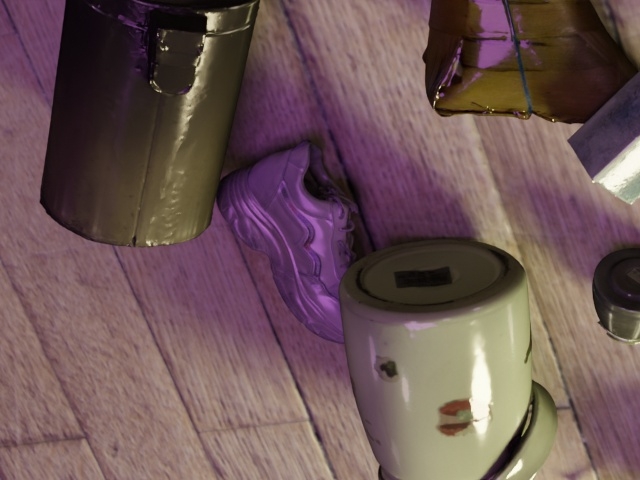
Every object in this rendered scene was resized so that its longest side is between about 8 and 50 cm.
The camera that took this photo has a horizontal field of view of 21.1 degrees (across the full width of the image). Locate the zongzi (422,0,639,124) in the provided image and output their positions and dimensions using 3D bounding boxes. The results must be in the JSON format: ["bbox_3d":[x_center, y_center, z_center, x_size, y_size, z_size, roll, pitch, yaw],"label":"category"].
[{"bbox_3d":[0.253,-0.234,1.701,0.289,0.123,0.260,7,119,2],"label":"zongzi"}]

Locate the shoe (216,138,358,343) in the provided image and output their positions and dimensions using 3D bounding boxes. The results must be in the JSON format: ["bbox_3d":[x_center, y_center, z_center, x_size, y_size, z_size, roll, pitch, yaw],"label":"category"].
[{"bbox_3d":[0.000,0.000,1.954,0.137,0.095,0.245,-33,97,37],"label":"shoe"}]

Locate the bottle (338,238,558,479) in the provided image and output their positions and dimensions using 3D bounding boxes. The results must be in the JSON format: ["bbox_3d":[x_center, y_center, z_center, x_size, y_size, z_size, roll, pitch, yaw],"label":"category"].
[{"bbox_3d":[0.149,0.192,1.922,0.229,0.229,0.351,1,114,22],"label":"bottle"}]

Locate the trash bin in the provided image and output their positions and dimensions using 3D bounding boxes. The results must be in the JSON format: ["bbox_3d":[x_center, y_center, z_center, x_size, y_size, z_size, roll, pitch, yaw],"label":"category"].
[{"bbox_3d":[-0.188,-0.159,1.852,0.203,0.252,0.301,3,123,-18],"label":"trash bin"}]

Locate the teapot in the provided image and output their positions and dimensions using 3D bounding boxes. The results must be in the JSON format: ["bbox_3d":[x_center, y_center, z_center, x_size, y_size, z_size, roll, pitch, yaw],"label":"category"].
[{"bbox_3d":[0.351,0.073,1.855,0.124,0.092,0.091,21,142,17],"label":"teapot"}]

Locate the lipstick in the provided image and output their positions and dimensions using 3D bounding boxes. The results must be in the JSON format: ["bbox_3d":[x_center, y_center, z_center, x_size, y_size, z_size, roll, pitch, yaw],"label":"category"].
[{"bbox_3d":[0.372,-0.161,1.654,0.077,0.076,0.290,30,116,-38],"label":"lipstick"}]
